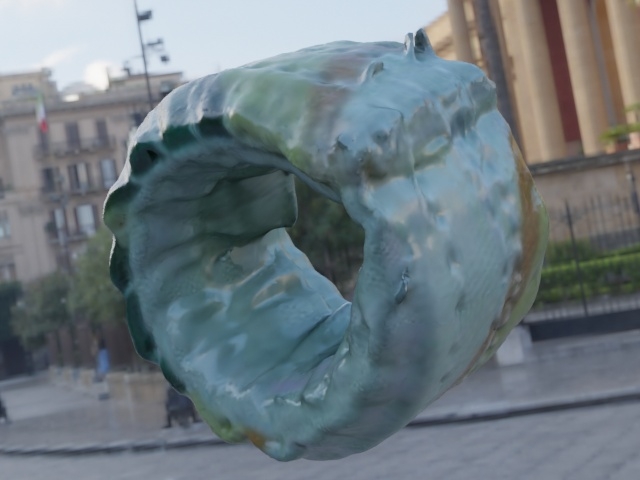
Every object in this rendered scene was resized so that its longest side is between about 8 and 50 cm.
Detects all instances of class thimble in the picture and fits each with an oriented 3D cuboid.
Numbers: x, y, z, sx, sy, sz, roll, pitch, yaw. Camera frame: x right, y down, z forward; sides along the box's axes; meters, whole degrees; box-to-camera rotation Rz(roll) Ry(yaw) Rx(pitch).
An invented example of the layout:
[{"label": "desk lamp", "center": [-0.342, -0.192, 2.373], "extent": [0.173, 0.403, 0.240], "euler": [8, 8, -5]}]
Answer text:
[{"label": "thimble", "center": [0.000, 0.000, 0.727], "extent": [0.167, 0.254, 0.288], "euler": [-29, -13, -45]}]
